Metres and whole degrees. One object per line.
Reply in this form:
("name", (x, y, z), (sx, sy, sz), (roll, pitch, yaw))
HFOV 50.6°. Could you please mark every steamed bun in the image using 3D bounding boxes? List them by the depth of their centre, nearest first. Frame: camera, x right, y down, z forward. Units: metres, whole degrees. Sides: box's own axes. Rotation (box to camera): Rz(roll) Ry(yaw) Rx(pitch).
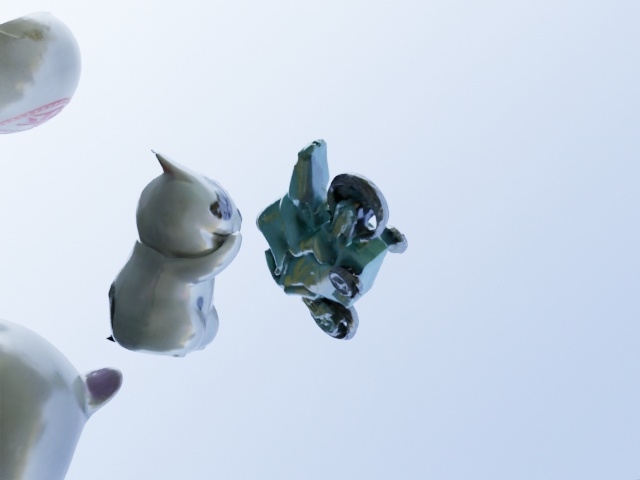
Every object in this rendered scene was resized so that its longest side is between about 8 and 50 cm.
("steamed bun", (-0.467, -0.239, 1.030), (0.232, 0.232, 0.145), (-22, -70, 12))

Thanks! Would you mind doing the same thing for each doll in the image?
("doll", (-0.394, 0.140, 0.613), (0.226, 0.370, 0.214), (-6, -122, 36))
("doll", (-0.130, 0.021, 0.625), (0.107, 0.110, 0.180), (19, -91, 10))

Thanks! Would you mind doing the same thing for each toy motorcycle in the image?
("toy motorcycle", (0.000, -0.001, 0.861), (0.198, 0.296, 0.109), (41, -125, 17))

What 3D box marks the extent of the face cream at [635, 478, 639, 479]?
("face cream", (0.353, 0.308, 0.604), (0.111, 0.206, 0.205), (-36, -103, 30))
